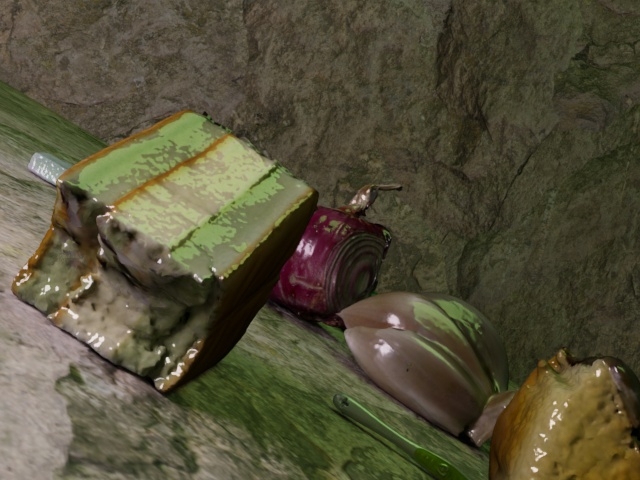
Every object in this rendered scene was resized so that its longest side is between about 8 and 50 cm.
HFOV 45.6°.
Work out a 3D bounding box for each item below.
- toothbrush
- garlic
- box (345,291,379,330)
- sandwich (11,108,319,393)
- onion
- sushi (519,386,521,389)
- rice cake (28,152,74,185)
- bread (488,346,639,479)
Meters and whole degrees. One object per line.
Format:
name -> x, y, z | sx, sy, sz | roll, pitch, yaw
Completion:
toothbrush -> 0.124, 0.243, 0.822 | 0.263, 0.022, 0.026 | 32, -11, 9
garlic -> 0.192, 0.181, 1.234 | 0.325, 0.132, 0.279 | 44, 24, 20
box -> 0.147, 0.190, 1.682 | 0.250, 0.103, 0.180 | 33, 1, -21
sandwich -> -0.140, 0.038, 0.638 | 0.155, 0.227, 0.198 | 34, 37, 7
onion -> -0.018, 0.025, 1.391 | 0.231, 0.272, 0.256 | 18, -24, -36
sushi -> 0.372, 0.317, 1.249 | 0.139, 0.131, 0.291 | 29, 10, 15
rice cake -> -0.337, -0.064, 1.158 | 0.222, 0.042, 0.080 | 31, 2, 10
bread -> 0.240, 0.239, 0.722 | 0.204, 0.163, 0.261 | 33, 41, -82
